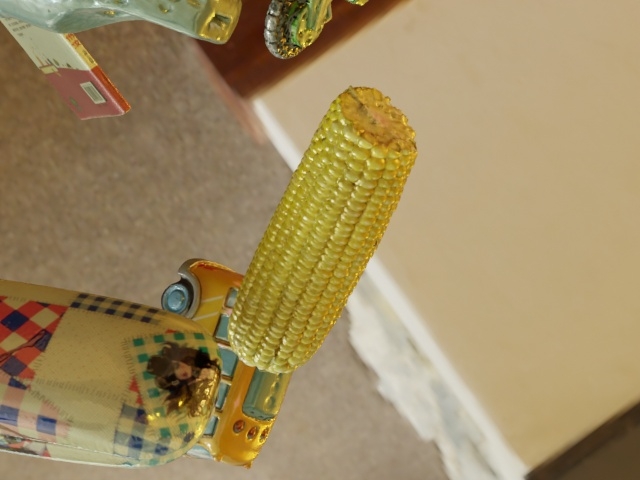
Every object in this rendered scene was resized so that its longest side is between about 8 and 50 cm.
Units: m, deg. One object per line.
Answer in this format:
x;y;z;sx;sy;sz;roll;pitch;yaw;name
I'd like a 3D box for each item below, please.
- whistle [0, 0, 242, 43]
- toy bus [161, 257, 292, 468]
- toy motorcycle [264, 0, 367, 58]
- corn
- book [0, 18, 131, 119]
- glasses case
-0.167;-0.158;0.759;0.093;0.274;0.186;-68;167;4;whistle
-0.101;0.135;1.609;0.126;0.136;0.209;28;79;-57;toy bus
0.024;-0.189;0.893;0.190;0.074;0.106;-48;151;-27;toy motorcycle
0.000;0.000;1.146;0.081;0.081;0.248;-6;137;-37;corn
-0.335;-0.245;1.901;0.022;0.162;0.232;-44;110;-20;book
-0.234;0.090;1.143;0.327;0.125;0.076;9;138;12;glasses case
